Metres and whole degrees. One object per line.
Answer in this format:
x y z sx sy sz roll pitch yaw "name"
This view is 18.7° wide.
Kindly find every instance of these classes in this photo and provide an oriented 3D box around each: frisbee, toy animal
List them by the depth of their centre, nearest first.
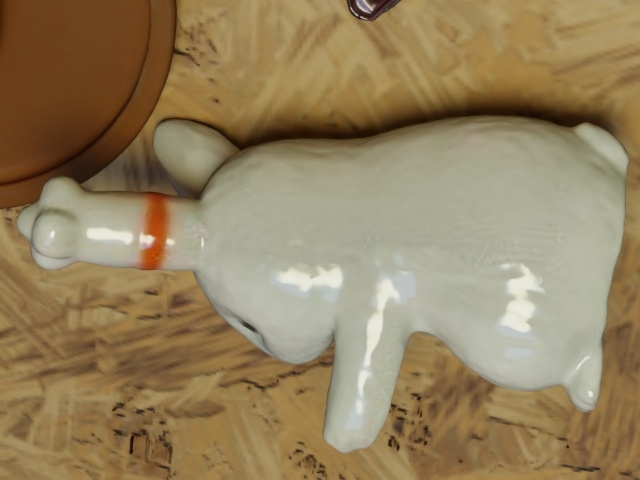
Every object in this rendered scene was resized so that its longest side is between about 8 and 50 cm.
0.009 0.013 0.938 0.283 0.140 0.138 -3 112 9 "toy animal"
-0.192 -0.125 0.956 0.251 0.021 0.250 5 123 7 "frisbee"

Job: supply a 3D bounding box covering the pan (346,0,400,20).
0.089 -0.159 0.870 0.212 0.040 0.115 -34 104 26 "pan"
